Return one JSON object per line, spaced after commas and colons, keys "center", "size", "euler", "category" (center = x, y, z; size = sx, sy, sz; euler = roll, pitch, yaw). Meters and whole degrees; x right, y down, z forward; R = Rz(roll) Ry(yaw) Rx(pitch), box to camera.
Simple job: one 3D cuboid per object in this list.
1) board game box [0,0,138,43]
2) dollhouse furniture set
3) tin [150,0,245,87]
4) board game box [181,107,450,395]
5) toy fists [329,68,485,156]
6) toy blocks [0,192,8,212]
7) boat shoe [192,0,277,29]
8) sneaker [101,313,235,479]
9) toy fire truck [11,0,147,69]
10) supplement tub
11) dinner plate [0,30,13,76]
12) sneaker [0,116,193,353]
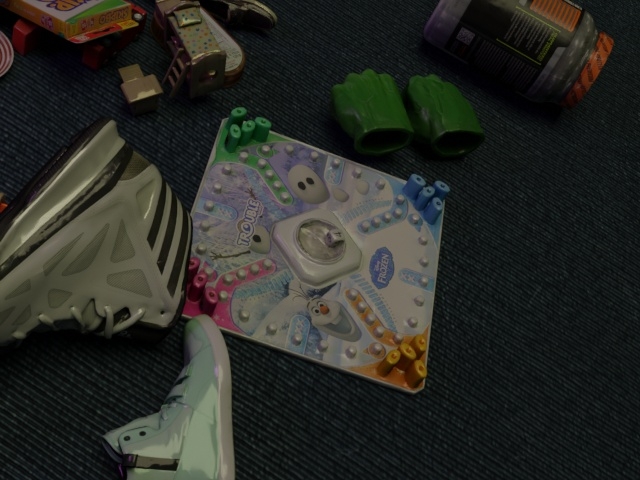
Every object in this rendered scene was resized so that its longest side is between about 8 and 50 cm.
{"center": [-0.410, -0.372, 1.455], "size": [0.259, 0.039, 0.124], "euler": [31, 42, 26], "category": "board game box"}
{"center": [-0.258, -0.312, 1.465], "size": [0.161, 0.101, 0.182], "euler": [-22, 69, -19], "category": "dollhouse furniture set"}
{"center": [-0.204, -0.333, 1.576], "size": [0.189, 0.040, 0.106], "euler": [46, 47, 14], "category": "tin"}
{"center": [0.000, 0.000, 1.405], "size": [0.390, 0.050, 0.390], "euler": [20, 51, -9], "category": "board game box"}
{"center": [0.143, -0.215, 1.594], "size": [0.279, 0.096, 0.142], "euler": [-2, 58, -28], "category": "toy fists"}
{"center": [-0.416, -0.004, 1.228], "size": [0.148, 0.054, 0.123], "euler": [19, 51, -9], "category": "toy blocks"}
{"center": [-0.151, -0.396, 1.636], "size": [0.152, 0.056, 0.049], "euler": [20, 54, 5], "category": "boat shoe"}
{"center": [-0.189, 0.199, 1.149], "size": [0.151, 0.094, 0.256], "euler": [3, 53, -17], "category": "sneaker"}
{"center": [-0.380, -0.338, 1.496], "size": [0.135, 0.047, 0.192], "euler": [31, 48, 4], "category": "toy fire truck"}
{"center": [0.369, -0.386, 1.755], "size": [0.316, 0.193, 0.193], "euler": [31, 49, 0], "category": "supplement tub"}
{"center": [-0.534, -0.282, 1.409], "size": [0.141, 0.017, 0.141], "euler": [11, 53, -15], "category": "dinner plate"}
{"center": [-0.314, 0.088, 1.129], "size": [0.257, 0.169, 0.447], "euler": [45, 69, -19], "category": "sneaker"}
